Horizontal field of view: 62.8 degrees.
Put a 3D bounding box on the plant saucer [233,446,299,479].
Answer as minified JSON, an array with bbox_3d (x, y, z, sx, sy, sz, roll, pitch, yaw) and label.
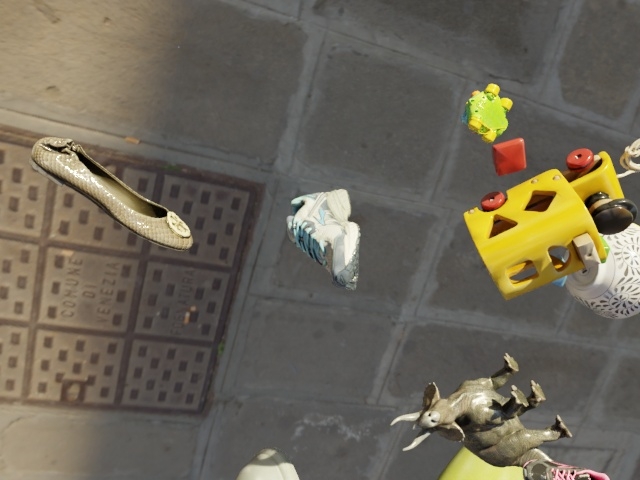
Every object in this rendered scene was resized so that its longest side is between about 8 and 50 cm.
[{"bbox_3d":[-0.133,0.573,0.913,0.101,0.400,0.399,11,107,-23],"label":"plant saucer"}]

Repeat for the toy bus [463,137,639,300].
[{"bbox_3d":[0.264,-0.015,0.570,0.191,0.104,0.202,8,127,-8],"label":"toy bus"}]

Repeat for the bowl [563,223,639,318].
[{"bbox_3d":[0.467,0.047,0.884,0.080,0.170,0.169,4,109,-23],"label":"bowl"}]

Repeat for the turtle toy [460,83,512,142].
[{"bbox_3d":[0.326,-0.243,1.034,0.130,0.066,0.095,28,89,-37],"label":"turtle toy"}]

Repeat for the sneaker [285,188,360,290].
[{"bbox_3d":[0.000,0.000,0.942,0.122,0.283,0.110,-1,118,-6],"label":"sneaker"}]

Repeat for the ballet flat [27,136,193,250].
[{"bbox_3d":[-0.285,-0.067,0.746,0.250,0.084,0.058,34,98,-16],"label":"ballet flat"}]

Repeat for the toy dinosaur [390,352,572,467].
[{"bbox_3d":[0.264,0.277,0.794,0.314,0.121,0.160,36,118,-26],"label":"toy dinosaur"}]

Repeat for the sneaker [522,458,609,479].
[{"bbox_3d":[0.336,0.322,0.713,0.120,0.047,0.057,12,147,-8],"label":"sneaker"}]

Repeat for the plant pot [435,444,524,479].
[{"bbox_3d":[0.454,0.672,1.441,0.293,0.275,0.274,-51,122,-38],"label":"plant pot"}]
